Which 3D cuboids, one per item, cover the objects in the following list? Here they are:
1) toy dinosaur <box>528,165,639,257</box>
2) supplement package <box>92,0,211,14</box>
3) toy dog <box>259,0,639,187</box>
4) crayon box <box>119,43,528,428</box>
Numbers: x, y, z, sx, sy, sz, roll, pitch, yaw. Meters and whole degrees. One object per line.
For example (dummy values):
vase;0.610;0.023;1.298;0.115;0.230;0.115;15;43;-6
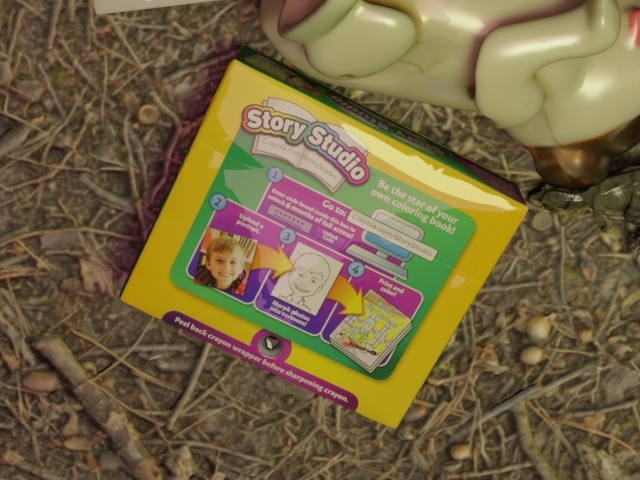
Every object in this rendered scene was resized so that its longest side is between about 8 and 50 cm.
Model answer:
toy dinosaur;0.376;-0.052;1.237;0.268;0.064;0.118;-20;133;22
supplement package;-0.152;-0.306;1.169;0.179;0.105;0.105;-6;109;4
toy dog;0.162;-0.204;1.083;0.408;0.285;0.395;21;148;-17
crayon box;0.000;0.000;1.266;0.363;0.106;0.313;26;107;-7
